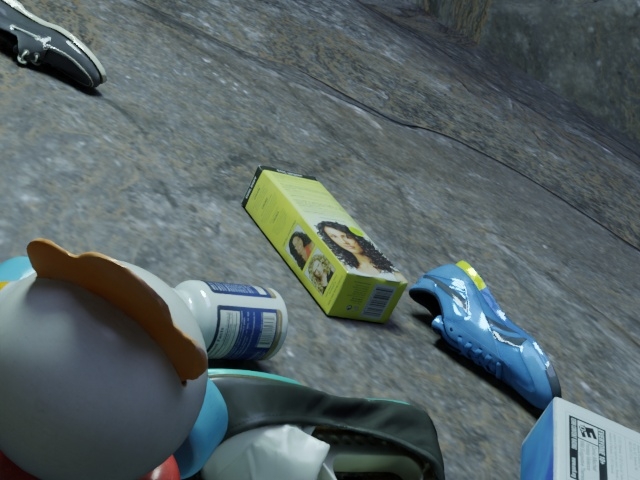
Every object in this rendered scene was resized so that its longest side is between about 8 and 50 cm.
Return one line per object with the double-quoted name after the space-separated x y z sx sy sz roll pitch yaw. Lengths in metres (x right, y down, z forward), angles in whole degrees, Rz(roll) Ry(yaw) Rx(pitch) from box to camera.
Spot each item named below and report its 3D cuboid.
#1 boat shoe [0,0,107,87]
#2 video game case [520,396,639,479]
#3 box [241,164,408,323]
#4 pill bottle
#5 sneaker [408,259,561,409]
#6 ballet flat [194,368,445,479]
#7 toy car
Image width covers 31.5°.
-0.367 -0.244 1.436 0.206 0.075 0.065 34 64 4 "boat shoe"
0.250 0.253 0.750 0.244 0.061 0.269 24 33 -3 "video game case"
0.000 0.000 1.260 0.087 0.058 0.232 10 25 -37 "box"
-0.093 0.069 0.975 0.120 0.067 0.067 8 28 -41 "pill bottle"
0.172 0.111 1.214 0.082 0.069 0.209 -23 54 -21 "sneaker"
-0.009 0.156 0.840 0.280 0.095 0.096 11 38 -36 "ballet flat"
-0.142 0.070 0.578 0.210 0.238 0.219 35 41 4 "toy car"
